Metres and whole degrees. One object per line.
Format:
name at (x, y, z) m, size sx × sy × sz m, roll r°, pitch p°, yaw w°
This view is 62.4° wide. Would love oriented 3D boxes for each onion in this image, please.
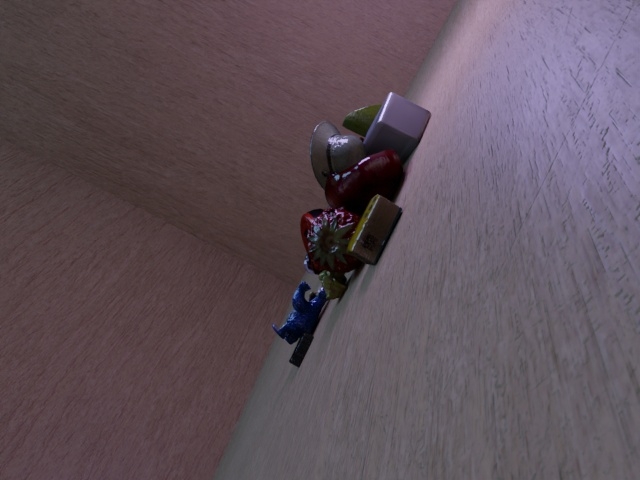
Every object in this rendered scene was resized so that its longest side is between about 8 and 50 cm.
onion at (0.159, -0.161, 1.675) m, size 0.272 × 0.195 × 0.272 m, roll -28°, pitch -13°, yaw -7°

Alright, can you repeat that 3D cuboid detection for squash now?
squash at (0.244, -0.495, 2.147) m, size 0.189 × 0.261 × 0.189 m, roll -155°, pitch 90°, yaw -89°

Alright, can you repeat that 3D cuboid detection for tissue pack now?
tissue pack at (0.138, -0.027, 1.401) m, size 0.169 × 0.082 × 0.120 m, roll -63°, pitch 1°, yaw -3°
tissue pack at (0.245, -0.355, 1.820) m, size 0.136 × 0.159 × 0.246 m, roll -66°, pitch 4°, yaw -27°

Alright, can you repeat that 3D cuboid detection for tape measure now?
tape measure at (0.000, 0.000, 2.206) m, size 0.114 × 0.260 × 0.253 m, roll -17°, pitch -19°, yaw -19°

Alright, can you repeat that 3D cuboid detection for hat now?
hat at (0.084, -0.285, 1.783) m, size 0.257 × 0.130 × 0.257 m, roll 7°, pitch -99°, yaw -58°

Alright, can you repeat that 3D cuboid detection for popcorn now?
popcorn at (0.042, 0.139, 1.681) m, size 0.109 × 0.089 × 0.097 m, roll 79°, pitch -178°, yaw -80°

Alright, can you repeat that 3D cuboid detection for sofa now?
sofa at (-0.067, 0.379, 1.840) m, size 0.118 × 0.039 × 0.060 m, roll -63°, pitch 4°, yaw -10°

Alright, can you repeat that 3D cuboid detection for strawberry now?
strawberry at (0.069, 0.000, 1.643) m, size 0.205 × 0.205 × 0.244 m, roll -62°, pitch -17°, yaw 14°

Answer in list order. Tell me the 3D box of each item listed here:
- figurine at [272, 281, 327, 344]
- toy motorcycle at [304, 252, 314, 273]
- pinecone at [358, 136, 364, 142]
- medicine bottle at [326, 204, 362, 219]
figurine at (-0.050, 0.270, 1.927) m, size 0.262 × 0.121 × 0.164 m, roll -55°, pitch -34°, yaw 11°
toy motorcycle at (0.017, 0.053, 2.596) m, size 0.327 × 0.143 × 0.188 m, roll -40°, pitch 26°, yaw 42°
pinecone at (0.171, -0.353, 2.456) m, size 0.292 × 0.246 × 0.246 m, roll -59°, pitch 4°, yaw 26°
medicine bottle at (0.118, -0.129, 1.924) m, size 0.322 × 0.151 × 0.151 m, roll -61°, pitch 1°, yaw -34°
